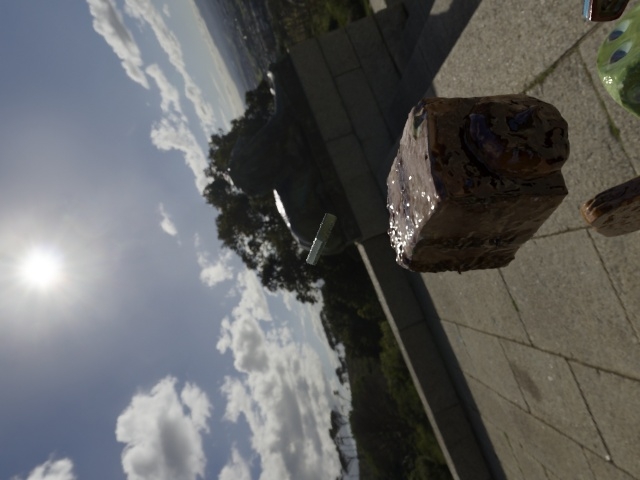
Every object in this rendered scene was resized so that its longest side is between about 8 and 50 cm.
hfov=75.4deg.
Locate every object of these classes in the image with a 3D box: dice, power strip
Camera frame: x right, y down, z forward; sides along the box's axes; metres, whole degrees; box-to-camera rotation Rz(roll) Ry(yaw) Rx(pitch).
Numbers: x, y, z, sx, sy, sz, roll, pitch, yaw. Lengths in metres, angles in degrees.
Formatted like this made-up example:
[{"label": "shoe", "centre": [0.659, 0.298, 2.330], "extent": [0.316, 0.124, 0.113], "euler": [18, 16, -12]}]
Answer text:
[{"label": "dice", "centre": [0.879, -0.462, 1.016], "extent": [0.252, 0.254, 0.250], "euler": [-48, 18, 59]}, {"label": "power strip", "centre": [0.000, 0.000, 0.544], "extent": [0.090, 0.016, 0.040], "euler": [115, 178, -61]}]

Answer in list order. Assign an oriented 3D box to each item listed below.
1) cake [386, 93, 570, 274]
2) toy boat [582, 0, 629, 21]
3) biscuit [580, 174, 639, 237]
[{"label": "cake", "centre": [0.219, -0.088, 0.619], "extent": [0.293, 0.198, 0.196], "euler": [92, 178, -64]}, {"label": "toy boat", "centre": [0.613, -0.644, 0.800], "extent": [0.079, 0.136, 0.392], "euler": [-121, 24, -48]}, {"label": "biscuit", "centre": [0.597, -0.088, 0.702], "extent": [0.277, 0.262, 0.052], "euler": [9, -122, -45]}]
